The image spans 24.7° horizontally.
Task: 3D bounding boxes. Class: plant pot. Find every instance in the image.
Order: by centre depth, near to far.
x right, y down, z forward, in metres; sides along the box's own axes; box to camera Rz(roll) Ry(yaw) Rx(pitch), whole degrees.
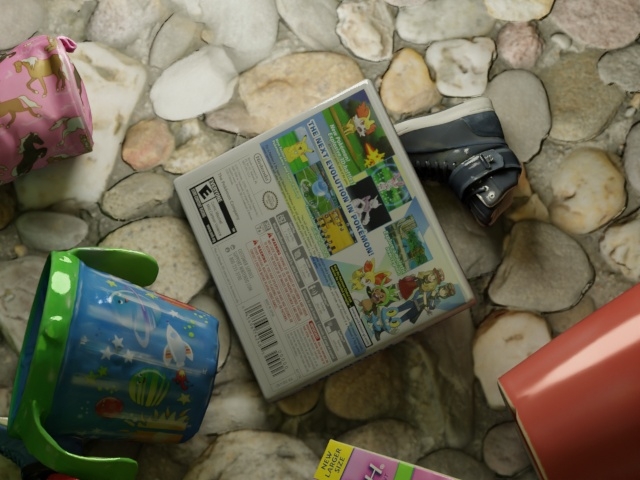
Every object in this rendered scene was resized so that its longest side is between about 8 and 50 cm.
[{"bbox_3d":[0.364,0.208,1.778,0.243,0.275,0.275,-25,75,1],"label":"plant pot"}]

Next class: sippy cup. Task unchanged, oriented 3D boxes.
[{"bbox_3d":[-0.248,0.149,1.792,0.224,0.240,0.305,14,78,-13],"label":"sippy cup"}]

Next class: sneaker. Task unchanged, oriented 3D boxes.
[{"bbox_3d":[-0.377,0.271,1.834,0.152,0.058,0.085,5,65,-7],"label":"sneaker"},{"bbox_3d":[0.157,-0.083,1.938,0.226,0.086,0.163,-21,72,-8],"label":"sneaker"}]

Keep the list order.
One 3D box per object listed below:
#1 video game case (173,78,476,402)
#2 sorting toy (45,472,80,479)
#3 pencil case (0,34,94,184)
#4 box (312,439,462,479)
[{"bbox_3d":[0.000,0.000,1.892,0.300,0.036,0.329,-27,75,10],"label":"video game case"},{"bbox_3d":[-0.241,0.380,1.712,0.257,0.255,0.089,25,58,6],"label":"sorting toy"},{"bbox_3d":[-0.486,-0.142,1.907,0.386,0.167,0.160,-18,39,-7],"label":"pencil case"},{"bbox_3d":[0.087,0.377,1.722,0.243,0.117,0.214,11,70,41],"label":"box"}]
